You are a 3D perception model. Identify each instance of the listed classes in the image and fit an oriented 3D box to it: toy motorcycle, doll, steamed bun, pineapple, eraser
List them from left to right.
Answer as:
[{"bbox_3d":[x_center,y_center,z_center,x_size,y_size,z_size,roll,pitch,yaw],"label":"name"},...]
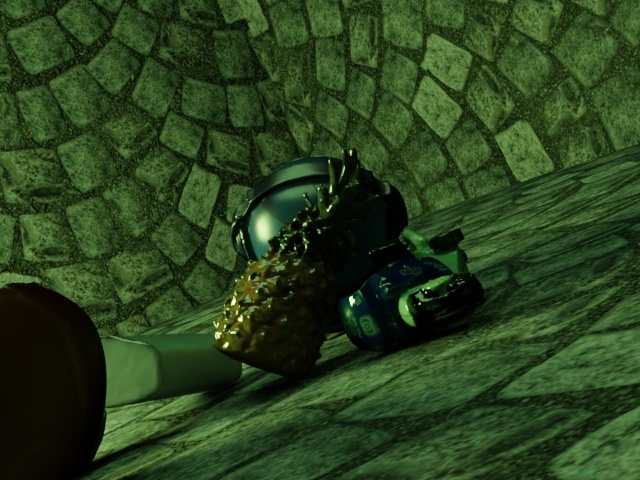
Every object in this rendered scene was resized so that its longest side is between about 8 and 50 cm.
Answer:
[{"bbox_3d":[-0.415,0.232,1.271,0.379,0.248,0.235,-33,1,-5],"label":"steamed bun"},{"bbox_3d":[-0.259,0.190,1.634,0.189,0.104,0.290,-10,-7,19],"label":"eraser"},{"bbox_3d":[-0.023,0.026,1.560,0.341,0.169,0.169,-66,14,-11],"label":"pineapple"},{"bbox_3d":[0.000,0.000,1.769,0.284,0.310,0.240,-3,40,0],"label":"doll"},{"bbox_3d":[0.126,0.071,1.525,0.196,0.125,0.331,-21,7,6],"label":"toy motorcycle"}]

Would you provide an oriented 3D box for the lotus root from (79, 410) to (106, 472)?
[{"bbox_3d":[-0.386,0.302,1.504,0.183,0.078,0.203,-4,19,42],"label":"lotus root"}]
